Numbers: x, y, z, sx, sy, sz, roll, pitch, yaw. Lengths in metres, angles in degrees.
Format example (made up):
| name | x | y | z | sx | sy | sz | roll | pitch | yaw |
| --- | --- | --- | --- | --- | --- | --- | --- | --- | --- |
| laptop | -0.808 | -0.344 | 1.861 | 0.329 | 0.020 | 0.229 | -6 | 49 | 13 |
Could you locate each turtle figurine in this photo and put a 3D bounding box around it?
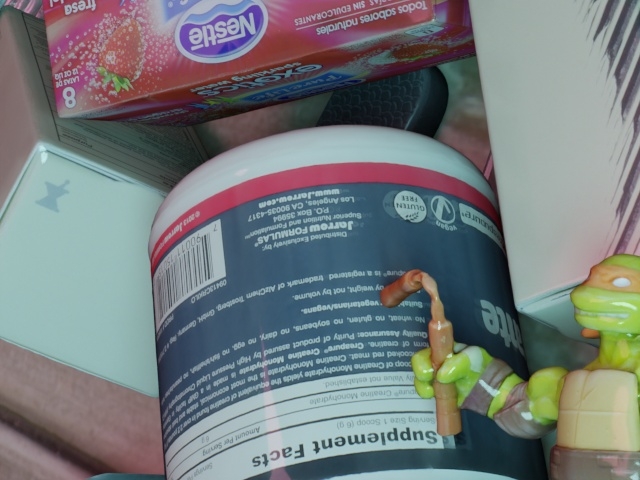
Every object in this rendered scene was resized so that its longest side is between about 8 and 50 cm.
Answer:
| name | x | y | z | sx | sy | sz | roll | pitch | yaw |
| --- | --- | --- | --- | --- | --- | --- | --- | --- | --- |
| turtle figurine | 0.110 | 0.098 | 0.665 | 0.269 | 0.087 | 0.217 | -2 | 83 | 55 |

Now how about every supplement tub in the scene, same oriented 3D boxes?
| name | x | y | z | sx | sy | sz | roll | pitch | yaw |
| --- | --- | --- | --- | --- | --- | --- | --- | --- | --- |
| supplement tub | 0.015 | 0.097 | 0.848 | 0.191 | 0.191 | 0.272 | -32 | 53 | 39 |

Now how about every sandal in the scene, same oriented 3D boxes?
| name | x | y | z | sx | sy | sz | roll | pitch | yaw |
| --- | --- | --- | --- | --- | --- | --- | --- | --- | --- |
| sandal | 0.001 | 0.000 | 1.033 | 0.254 | 0.054 | 0.097 | -53 | 47 | 7 |

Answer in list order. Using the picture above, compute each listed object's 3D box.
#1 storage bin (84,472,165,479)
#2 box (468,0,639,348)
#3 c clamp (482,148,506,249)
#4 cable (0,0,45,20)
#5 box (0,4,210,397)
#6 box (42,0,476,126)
| name | x | y | z | sx | sy | sz | roll | pitch | yaw |
| --- | --- | --- | --- | --- | --- | --- | --- | --- | --- |
| storage bin | -0.096 | 0.205 | 0.998 | 0.098 | 0.135 | 0.091 | -51 | 51 | 23 |
| box | 0.139 | -0.092 | 0.822 | 0.094 | 0.113 | 0.275 | -22 | 64 | 31 |
| c clamp | 0.141 | -0.063 | 0.902 | 0.137 | 0.022 | 0.161 | 26 | 95 | 52 |
| cable | -0.256 | -0.191 | 1.283 | 0.257 | 0.089 | 0.257 | -57 | -5 | -6 |
| box | -0.160 | -0.037 | 1.098 | 0.121 | 0.148 | 0.311 | -60 | 22 | 13 |
| box | -0.025 | -0.149 | 0.971 | 0.256 | 0.128 | 0.123 | -11 | 85 | 30 |
